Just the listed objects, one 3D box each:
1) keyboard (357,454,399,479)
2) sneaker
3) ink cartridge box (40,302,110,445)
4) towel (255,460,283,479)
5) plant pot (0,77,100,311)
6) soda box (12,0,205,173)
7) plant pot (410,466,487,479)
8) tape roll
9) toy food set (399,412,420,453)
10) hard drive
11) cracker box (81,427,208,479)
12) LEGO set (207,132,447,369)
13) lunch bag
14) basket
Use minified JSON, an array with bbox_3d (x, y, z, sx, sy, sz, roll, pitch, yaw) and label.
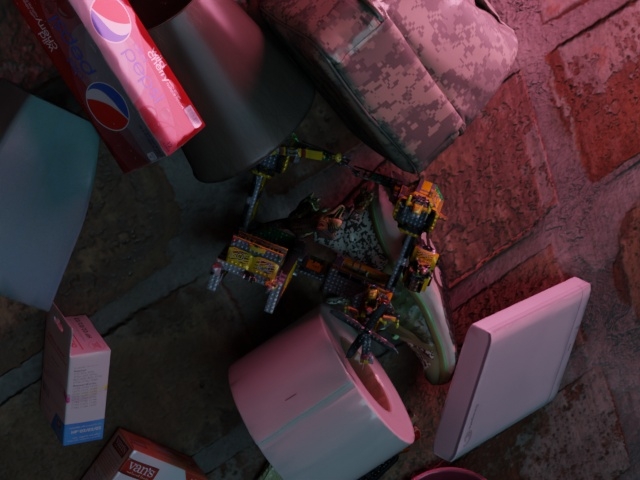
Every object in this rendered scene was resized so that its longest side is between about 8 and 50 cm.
[{"bbox_3d":[0.041,0.410,2.273,0.192,0.038,0.100,-46,127,9],"label":"keyboard"},{"bbox_3d":[0.097,0.073,2.104,0.182,0.158,0.410,-12,130,12],"label":"sneaker"},{"bbox_3d":[-0.335,0.174,1.883,0.061,0.104,0.181,-6,119,-29],"label":"ink cartridge box"},{"bbox_3d":[-0.030,0.348,2.218,0.110,0.027,0.148,24,102,-39],"label":"towel"},{"bbox_3d":[-0.382,-0.067,1.688,0.165,0.165,0.234,24,93,-38],"label":"plant pot"},{"bbox_3d":[-0.254,-0.216,1.646,0.083,0.092,0.263,-45,110,-42],"label":"soda box"},{"bbox_3d":[0.224,0.521,2.379,0.201,0.201,0.180,-28,144,-15],"label":"plant pot"},{"bbox_3d":[0.001,0.237,2.014,0.169,0.246,0.246,-35,131,10],"label":"tape roll"},{"bbox_3d":[0.119,0.344,2.312,0.122,0.019,0.078,-35,128,-9],"label":"toy food set"},{"bbox_3d":[0.317,0.203,2.246,0.353,0.047,0.233,-17,127,-52],"label":"hard drive"},{"bbox_3d":[-0.298,0.409,2.063,0.155,0.067,0.232,31,97,-40],"label":"cracker box"},{"bbox_3d":[0.000,0.000,1.854,0.331,0.192,0.255,29,114,0],"label":"LEGO set"},{"bbox_3d":[0.108,-0.276,1.830,0.256,0.212,0.305,-44,130,-2],"label":"lunch bag"},{"bbox_3d":[-0.140,-0.223,1.754,0.204,0.154,0.227,-45,127,-15],"label":"basket"}]
